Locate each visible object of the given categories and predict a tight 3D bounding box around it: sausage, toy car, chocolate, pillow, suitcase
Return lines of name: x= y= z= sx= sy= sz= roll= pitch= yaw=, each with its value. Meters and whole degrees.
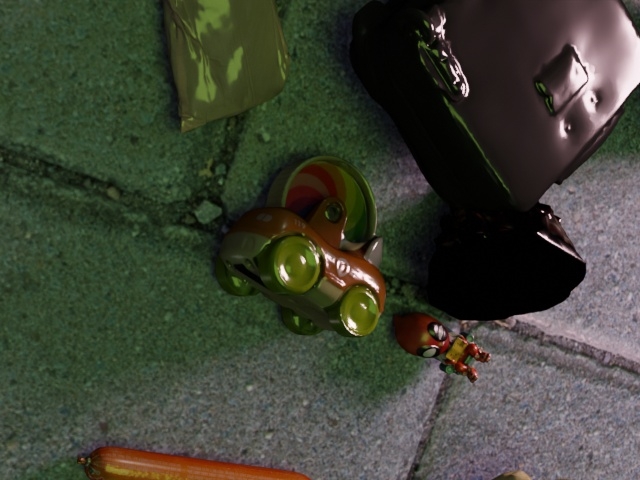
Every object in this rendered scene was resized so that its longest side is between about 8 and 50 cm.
sausage: x=-0.154 y=0.316 z=1.396 sx=0.348 sy=0.053 sz=0.053 roll=14 pitch=95 yaw=-26
toy car: x=0.000 y=0.000 z=1.366 sx=0.235 sy=0.145 sz=0.235 roll=2 pitch=86 yaw=-34
chocolate: x=0.243 y=-0.010 z=1.484 sx=0.224 sy=0.206 sz=0.177 roll=27 pitch=45 yaw=-36
pillow: x=-0.129 y=-0.282 z=1.274 sx=0.173 sy=0.067 sz=0.270 roll=-22 pitch=110 yaw=-25
suitcase: x=0.243 y=-0.234 z=1.359 sx=0.345 sy=0.188 sz=0.339 roll=-46 pitch=112 yaw=-24

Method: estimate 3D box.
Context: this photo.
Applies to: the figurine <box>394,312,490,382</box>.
figurine: x=0.166 y=0.144 z=1.497 sx=0.140 sy=0.075 sz=0.068 roll=31 pitch=89 yaw=-16

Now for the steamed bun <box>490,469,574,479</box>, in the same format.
steamed bun: x=0.275 y=0.510 z=1.525 sx=0.325 sy=0.230 sz=0.372 roll=-46 pitch=149 yaw=-37
